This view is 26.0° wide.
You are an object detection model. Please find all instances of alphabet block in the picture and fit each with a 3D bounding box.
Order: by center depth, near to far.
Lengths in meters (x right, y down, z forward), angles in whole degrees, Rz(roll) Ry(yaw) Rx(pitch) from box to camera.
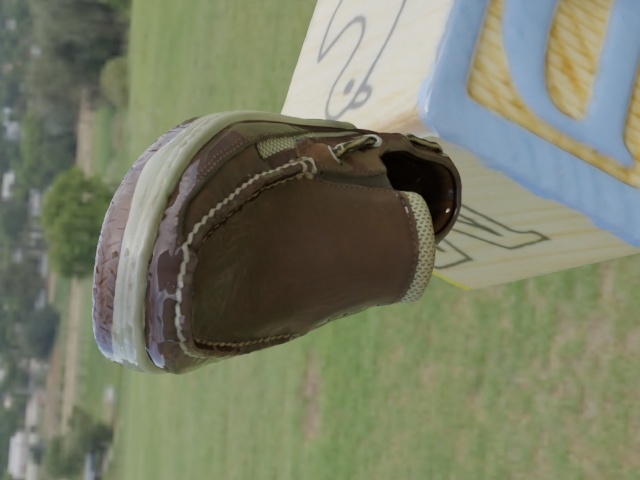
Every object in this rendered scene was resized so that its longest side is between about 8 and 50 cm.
[{"bbox_3d":[0.107,-0.095,0.900,0.197,0.193,0.192,-19,48,58],"label":"alphabet block"}]

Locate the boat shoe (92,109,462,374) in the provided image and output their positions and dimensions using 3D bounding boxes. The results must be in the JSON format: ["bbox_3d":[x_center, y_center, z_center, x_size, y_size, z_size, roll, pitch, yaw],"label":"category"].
[{"bbox_3d":[0.001,-0.008,0.565,0.257,0.095,0.095,-38,-46,-66],"label":"boat shoe"}]
